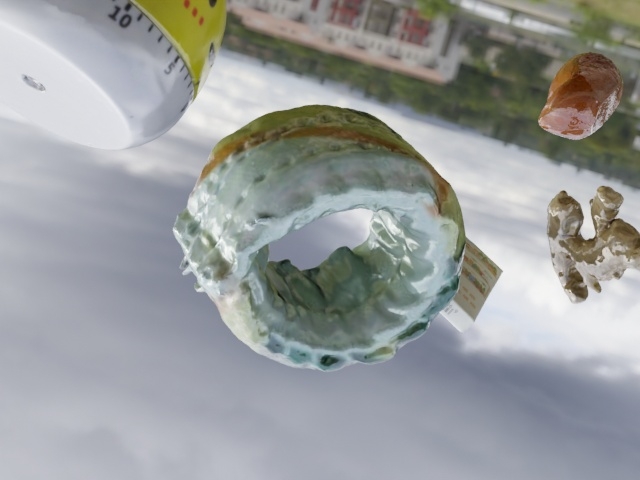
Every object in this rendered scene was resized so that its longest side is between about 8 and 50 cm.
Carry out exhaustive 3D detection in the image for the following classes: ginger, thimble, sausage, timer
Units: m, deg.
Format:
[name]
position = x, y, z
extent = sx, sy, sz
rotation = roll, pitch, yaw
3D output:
[ginger]
position = 0.368, -0.007, 1.530
extent = 0.065, 0.149, 0.258
rotation = -31, -175, -32
[thimble]
position = 0.000, 0.000, 1.262
extent = 0.288, 0.254, 0.167
rotation = -2, -149, -21
[sausage]
position = 0.322, -0.178, 1.504
extent = 0.089, 0.089, 0.179
rotation = 19, -145, 20
[timer]
position = -0.197, -0.250, 1.134
extent = 0.285, 0.285, 0.285
rotation = 16, -172, -2

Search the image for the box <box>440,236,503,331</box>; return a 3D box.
[box]
position = 0.175, 0.039, 1.631
extent = 0.122, 0.032, 0.220
rotation = 43, -156, 3
